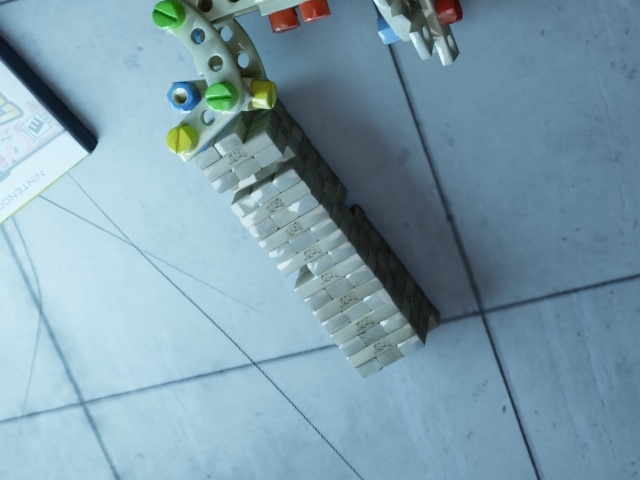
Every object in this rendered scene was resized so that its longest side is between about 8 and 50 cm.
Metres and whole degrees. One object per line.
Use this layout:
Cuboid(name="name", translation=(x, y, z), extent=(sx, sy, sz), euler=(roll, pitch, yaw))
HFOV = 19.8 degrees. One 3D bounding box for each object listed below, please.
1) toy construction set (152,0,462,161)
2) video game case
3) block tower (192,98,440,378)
Cuboid(name="toy construction set", translation=(-0.026, -0.224, 1.860), extent=(0.328, 0.151, 0.215), euler=(-16, 90, 8))
Cuboid(name="video game case", translation=(-0.427, -0.133, 2.033), extent=(0.248, 0.035, 0.275), euler=(-35, 108, 23))
Cuboid(name="block tower", translation=(0.000, 0.000, 2.007), extent=(0.091, 0.097, 0.335), euler=(-30, 111, 22))
